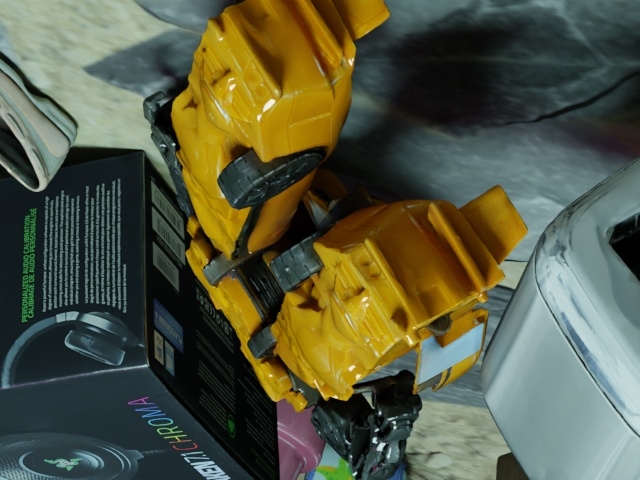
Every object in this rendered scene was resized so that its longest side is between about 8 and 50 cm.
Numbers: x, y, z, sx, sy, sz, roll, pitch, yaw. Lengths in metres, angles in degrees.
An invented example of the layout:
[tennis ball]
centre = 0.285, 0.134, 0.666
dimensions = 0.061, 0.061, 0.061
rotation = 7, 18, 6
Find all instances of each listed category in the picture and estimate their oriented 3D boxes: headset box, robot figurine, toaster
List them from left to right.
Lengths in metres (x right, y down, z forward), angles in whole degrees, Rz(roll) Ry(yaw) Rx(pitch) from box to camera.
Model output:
[headset box]
centre = -0.194, 0.080, 1.034
dimensions = 0.283, 0.131, 0.246
rotation = -9, 153, 12
[robot figurine]
centre = 0.000, 0.000, 0.772
dimensions = 0.211, 0.085, 0.291
rotation = 59, 168, 8
[toaster]
centre = 0.157, 0.032, 0.672
dimensions = 0.227, 0.129, 0.146
rotation = -25, 156, -14

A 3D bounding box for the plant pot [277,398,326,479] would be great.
[plant pot]
centre = -0.106, 0.169, 1.238
dimensions = 0.201, 0.180, 0.201
rotation = 15, 160, 6

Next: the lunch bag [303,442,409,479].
[lunch bag]
centre = 0.012, 0.267, 1.405
dimensions = 0.090, 0.176, 0.219
rotation = 15, 159, 4

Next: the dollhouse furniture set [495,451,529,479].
[dollhouse furniture set]
centre = 0.275, 0.134, 0.794
dimensions = 0.355, 0.303, 0.174
rotation = -19, 117, 18

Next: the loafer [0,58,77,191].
[loafer]
centre = -0.171, -0.068, 0.878
dimensions = 0.045, 0.039, 0.125
rotation = 1, 155, 37
